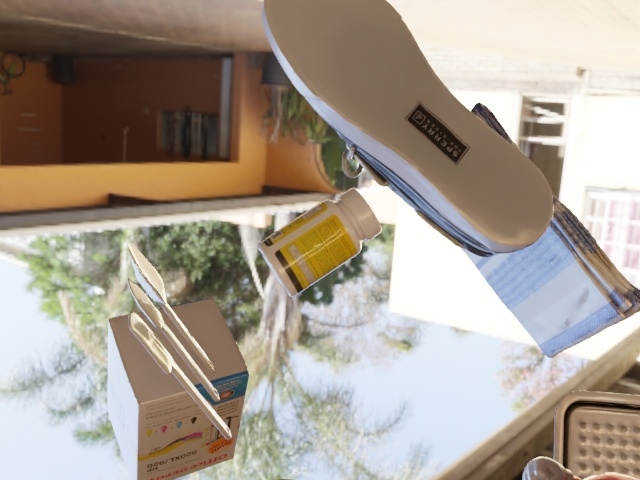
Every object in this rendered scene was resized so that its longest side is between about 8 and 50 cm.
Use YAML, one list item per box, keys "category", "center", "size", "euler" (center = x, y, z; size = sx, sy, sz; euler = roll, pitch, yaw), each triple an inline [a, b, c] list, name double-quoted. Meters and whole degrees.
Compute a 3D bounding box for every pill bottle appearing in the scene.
- category: "pill bottle"
  center: [0.000, 0.000, 1.305]
  size: [0.208, 0.119, 0.119]
  euler: [-33, -163, -6]

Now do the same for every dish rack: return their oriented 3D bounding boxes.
- category: "dish rack"
  center: [0.548, 0.444, 1.261]
  size: [0.285, 0.333, 0.072]
  euler: [4, 168, 4]

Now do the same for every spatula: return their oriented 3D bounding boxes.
- category: "spatula"
  center: [-0.173, 0.128, 0.880]
  size: [0.019, 0.242, 0.168]
  euler: [-28, -142, 0]

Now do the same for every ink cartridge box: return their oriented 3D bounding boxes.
- category: "ink cartridge box"
  center: [-0.229, 0.240, 1.116]
  size: [0.171, 0.233, 0.168]
  euler: [-11, -134, -27]

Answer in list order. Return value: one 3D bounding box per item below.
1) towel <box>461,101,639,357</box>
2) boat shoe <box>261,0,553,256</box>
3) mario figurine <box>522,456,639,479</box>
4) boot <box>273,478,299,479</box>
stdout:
- category: "towel"
  center: [0.229, -0.003, 0.827]
  size: [0.034, 0.285, 0.209]
  euler: [-30, 164, -20]
- category: "boat shoe"
  center: [0.065, -0.104, 0.623]
  size: [0.306, 0.113, 0.105]
  euler: [39, 162, -3]
- category: "mario figurine"
  center: [0.343, 0.388, 0.883]
  size: [0.198, 0.170, 0.320]
  euler: [11, 156, 36]
- category: "boot"
  center: [0.008, 0.405, 0.807]
  size: [0.131, 0.348, 0.260]
  euler: [-36, -177, -17]
